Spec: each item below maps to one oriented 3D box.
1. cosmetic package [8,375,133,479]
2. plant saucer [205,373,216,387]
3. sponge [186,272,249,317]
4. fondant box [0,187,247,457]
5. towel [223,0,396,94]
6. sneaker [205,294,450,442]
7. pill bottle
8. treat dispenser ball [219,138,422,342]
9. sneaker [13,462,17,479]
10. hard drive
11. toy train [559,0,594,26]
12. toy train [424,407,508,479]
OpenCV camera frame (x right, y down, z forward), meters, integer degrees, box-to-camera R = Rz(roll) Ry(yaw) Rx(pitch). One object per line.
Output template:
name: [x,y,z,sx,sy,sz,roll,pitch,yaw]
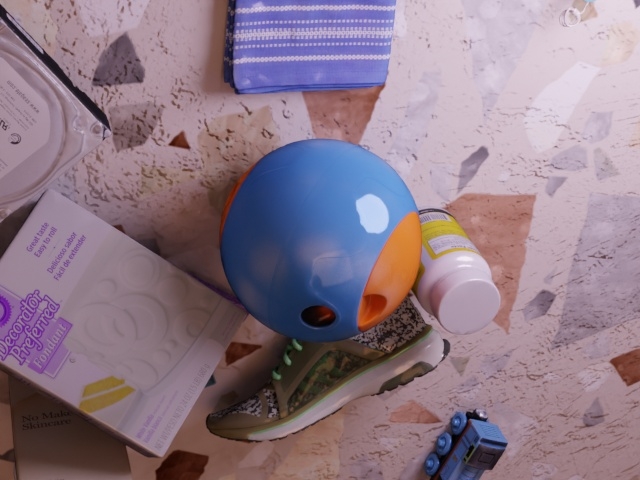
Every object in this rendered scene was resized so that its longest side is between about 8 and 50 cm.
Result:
cosmetic package: [-0.368,0.308,1.764,0.160,0.309,0.113,-6,123,-16]
plant saucer: [-0.221,0.163,1.898,0.067,0.018,0.192,-19,124,-6]
sponge: [-0.211,0.157,1.868,0.117,0.031,0.210,27,109,-30]
fondant box: [-0.305,0.118,1.671,0.330,0.096,0.238,33,73,-10]
towel: [-0.003,-0.357,1.633,0.243,0.040,0.336,-4,122,-16]
sneaker: [-0.009,0.185,1.939,0.410,0.158,0.182,-25,94,0]
pill bottle: [0.189,0.046,1.840,0.119,0.208,0.119,-8,123,-13]
treat dispenser ball: [0.000,0.000,1.703,0.288,0.288,0.288,-8,123,-13]
sneaker: [-0.367,0.438,1.967,0.123,0.106,0.290,-30,124,5]
hard drive: [-0.472,-0.122,1.543,0.339,0.064,0.237,-36,124,6]
toy train: [0.344,-0.394,1.720,0.125,0.046,0.166,-35,122,7]
toy train: [0.252,0.386,2.134,0.080,0.105,0.184,18,113,-26]
